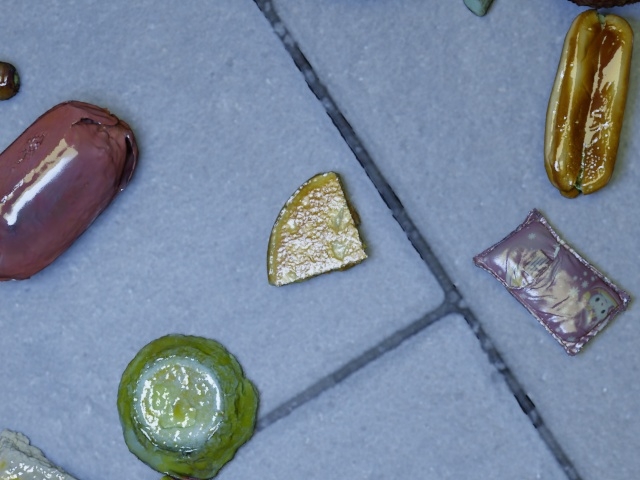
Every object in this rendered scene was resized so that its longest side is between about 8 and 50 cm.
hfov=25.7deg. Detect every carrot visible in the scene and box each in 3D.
[{"bbox_3d":[-0.493,-0.218,1.936,0.161,0.055,0.055,0,82,13],"label":"carrot"}]

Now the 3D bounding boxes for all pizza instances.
[{"bbox_3d":[0.000,0.000,1.858,0.134,0.046,0.175,36,87,10],"label":"pizza"}]

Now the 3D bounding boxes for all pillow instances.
[{"bbox_3d":[0.300,0.053,1.825,0.118,0.043,0.185,-43,84,-8],"label":"pillow"}]

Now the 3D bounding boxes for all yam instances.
[{"bbox_3d":[0.223,-0.352,1.888,0.043,0.043,0.094,27,84,8],"label":"yam"}]

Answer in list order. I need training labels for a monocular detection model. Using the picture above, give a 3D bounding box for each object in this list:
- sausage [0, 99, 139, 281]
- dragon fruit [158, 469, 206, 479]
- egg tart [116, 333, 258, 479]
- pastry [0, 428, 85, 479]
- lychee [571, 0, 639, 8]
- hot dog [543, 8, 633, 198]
[{"bbox_3d":[-0.364,-0.064,1.852,0.152,0.152,0.280,43,89,9],"label":"sausage"},{"bbox_3d":[-0.162,0.344,1.808,0.116,0.086,0.081,45,125,19],"label":"dragon fruit"},{"bbox_3d":[-0.182,0.215,1.831,0.197,0.078,0.197,-1,81,8],"label":"egg tart"},{"bbox_3d":[-0.340,0.341,1.827,0.258,0.089,0.121,30,73,6],"label":"pastry"},{"bbox_3d":[0.375,-0.391,1.811,0.194,0.194,0.194,-1,82,5],"label":"lychee"},{"bbox_3d":[0.348,-0.179,1.840,0.100,0.068,0.250,12,86,-3],"label":"hot dog"}]
